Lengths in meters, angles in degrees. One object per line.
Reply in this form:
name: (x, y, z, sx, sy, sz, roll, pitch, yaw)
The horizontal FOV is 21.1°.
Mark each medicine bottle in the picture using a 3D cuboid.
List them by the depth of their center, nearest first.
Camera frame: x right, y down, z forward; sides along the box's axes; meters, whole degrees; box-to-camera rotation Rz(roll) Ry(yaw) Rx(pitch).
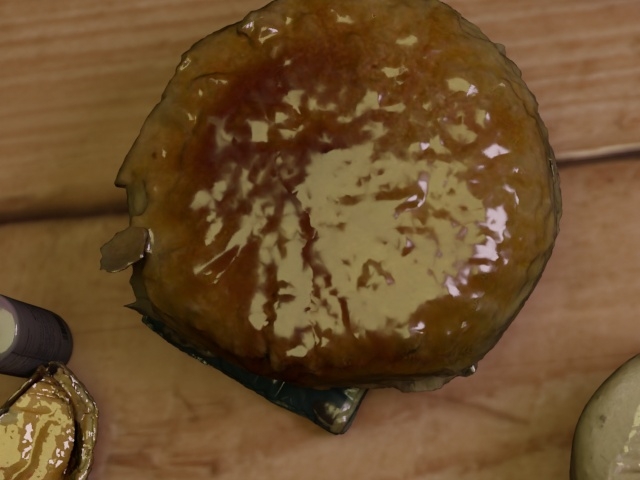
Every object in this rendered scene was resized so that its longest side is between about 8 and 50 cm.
medicine bottle: (-0.234, 0.068, 1.240, 0.057, 0.199, 0.058, -1, 83, 9)

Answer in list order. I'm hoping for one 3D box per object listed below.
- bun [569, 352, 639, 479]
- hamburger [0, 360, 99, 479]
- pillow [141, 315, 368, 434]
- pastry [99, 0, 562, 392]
bun: (0.275, 0.158, 1.177, 0.231, 0.133, 0.231, -1, 101, -6)
hamburger: (-0.222, 0.184, 1.284, 0.102, 0.087, 0.176, 42, 83, 2)
pillow: (-0.001, -0.002, 1.301, 0.189, 0.034, 0.256, 30, 88, 14)
pastry: (0.014, -0.043, 1.217, 0.329, 0.136, 0.330, -2, 80, 9)
